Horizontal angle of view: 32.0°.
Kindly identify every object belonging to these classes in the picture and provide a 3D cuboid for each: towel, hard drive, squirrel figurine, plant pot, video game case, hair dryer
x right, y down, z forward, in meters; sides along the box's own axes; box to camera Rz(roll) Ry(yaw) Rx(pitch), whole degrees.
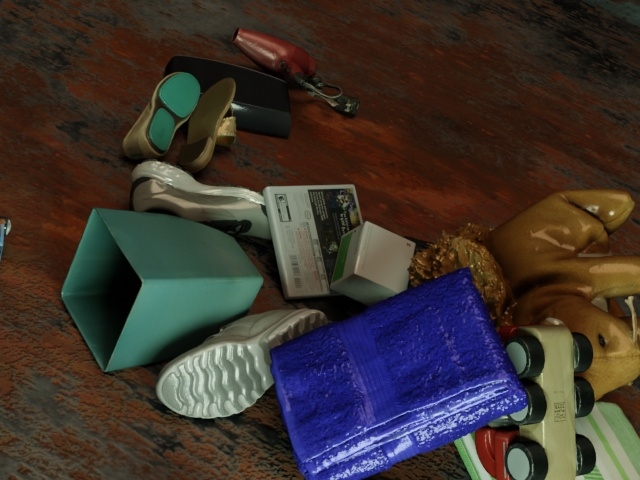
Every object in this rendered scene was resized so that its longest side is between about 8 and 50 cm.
[{"bbox_3d":[0.091,0.175,1.460,0.308,0.076,0.227,-23,56,3],"label":"towel"},{"bbox_3d":[-0.180,-0.289,2.193,0.255,0.054,0.172,12,35,-14],"label":"hard drive"},{"bbox_3d":[0.329,0.115,1.752,0.397,0.281,0.370,6,34,6],"label":"squirrel figurine"},{"bbox_3d":[-0.215,0.067,1.602,0.234,0.165,0.165,0,39,-41],"label":"plant pot"},{"bbox_3d":[0.000,0.000,1.841,0.173,0.022,0.190,-3,72,-31],"label":"video game case"},{"bbox_3d":[-0.053,-0.359,2.273,0.293,0.080,0.223,29,4,17],"label":"hair dryer"},{"bbox_3d":[0.356,0.329,1.651,0.325,0.038,0.248,5,38,-25],"label":"towel"}]

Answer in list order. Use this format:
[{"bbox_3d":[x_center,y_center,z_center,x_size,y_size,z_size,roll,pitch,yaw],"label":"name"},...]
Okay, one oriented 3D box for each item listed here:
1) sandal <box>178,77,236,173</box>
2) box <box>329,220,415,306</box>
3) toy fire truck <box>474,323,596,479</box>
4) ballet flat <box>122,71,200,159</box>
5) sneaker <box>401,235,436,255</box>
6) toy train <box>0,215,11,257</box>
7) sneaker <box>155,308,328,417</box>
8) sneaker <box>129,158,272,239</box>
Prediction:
[{"bbox_3d":[-0.194,-0.192,2.052,0.088,0.079,0.240,-13,41,28],"label":"sandal"},{"bbox_3d":[0.085,0.042,1.805,0.102,0.087,0.101,25,62,-21],"label":"box"},{"bbox_3d":[0.240,0.225,1.565,0.158,0.217,0.246,-2,0,-31],"label":"toy fire truck"},{"bbox_3d":[-0.292,-0.222,2.016,0.086,0.086,0.248,22,38,0],"label":"ballet flat"},{"bbox_3d":[0.134,0.022,1.938,0.170,0.051,0.089,3,14,1],"label":"sneaker"},{"bbox_3d":[-0.540,-0.014,1.604,0.184,0.080,0.105,8,42,-20],"label":"toy train"},{"bbox_3d":[-0.120,0.171,1.585,0.281,0.105,0.115,-18,17,-38],"label":"sneaker"},{"bbox_3d":[-0.186,-0.040,1.830,0.271,0.100,0.108,15,60,-15],"label":"sneaker"}]
